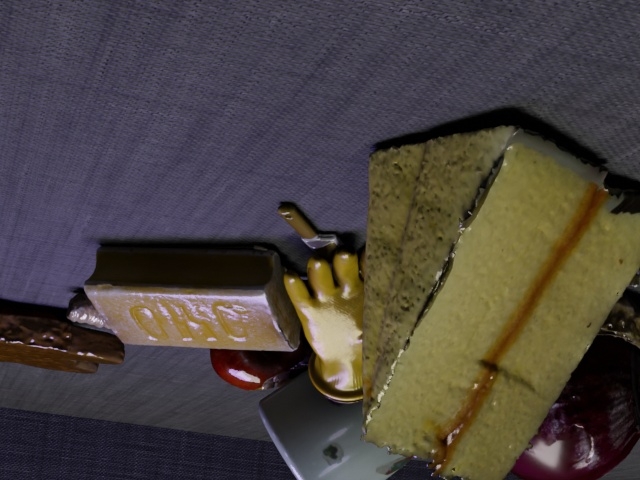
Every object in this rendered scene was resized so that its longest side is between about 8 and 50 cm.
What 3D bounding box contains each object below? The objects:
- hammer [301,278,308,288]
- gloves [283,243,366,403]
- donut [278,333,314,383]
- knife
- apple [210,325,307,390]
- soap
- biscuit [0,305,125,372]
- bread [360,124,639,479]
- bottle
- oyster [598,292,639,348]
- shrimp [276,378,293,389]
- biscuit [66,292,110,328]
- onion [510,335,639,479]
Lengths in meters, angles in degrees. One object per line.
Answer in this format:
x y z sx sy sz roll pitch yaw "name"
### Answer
-0.030 0.069 1.809 0.289 0.037 0.137 2 162 10 "hammer"
0.029 0.100 1.684 0.133 0.116 0.294 -20 144 -10 "gloves"
0.004 0.194 2.120 0.269 0.103 0.270 3 166 1 "donut"
0.000 0.001 1.589 0.046 0.022 0.256 -5 162 15 "knife"
-0.099 0.156 1.933 0.147 0.156 0.158 17 174 -7 "apple"
-0.174 0.082 1.747 0.274 0.089 0.173 1 146 20 "soap"
-0.555 0.184 2.337 0.368 0.076 0.394 8 167 -10 "biscuit"
0.199 0.098 1.331 0.242 0.405 0.345 4 180 45 "bread"
0.095 0.232 1.892 0.351 0.229 0.229 -35 160 0 "bottle"
0.371 0.100 1.739 0.345 0.079 0.128 11 -176 -25 "oyster"
-0.030 0.255 2.087 0.101 0.042 0.190 0 167 -12 "shrimp"
-0.314 0.128 2.073 0.219 0.055 0.061 11 180 -21 "biscuit"
0.388 0.269 1.991 0.281 0.260 0.337 -3 163 10 "onion"
